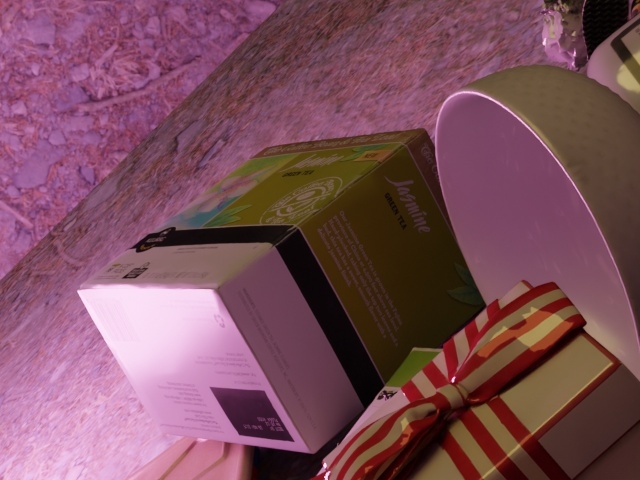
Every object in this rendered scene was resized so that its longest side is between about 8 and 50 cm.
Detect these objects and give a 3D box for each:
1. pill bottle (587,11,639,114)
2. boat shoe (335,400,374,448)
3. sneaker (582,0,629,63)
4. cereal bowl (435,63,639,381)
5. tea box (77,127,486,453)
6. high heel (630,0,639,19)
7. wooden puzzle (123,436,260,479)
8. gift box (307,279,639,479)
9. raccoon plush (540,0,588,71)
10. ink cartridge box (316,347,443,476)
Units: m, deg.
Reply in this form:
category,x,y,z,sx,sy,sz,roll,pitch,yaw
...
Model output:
category,x,y,z,sx,sy,sz,roll,pitch,yaw
pill bottle,0.392,-0.155,1.737,0.363,0.210,0.210,-38,18,13
boat shoe,0.087,0.177,1.828,0.223,0.080,0.073,-43,22,12
sneaker,0.346,-0.249,2.165,0.057,0.161,0.075,-3,21,9
cereal bowl,0.243,-0.006,1.564,0.141,0.339,0.339,-24,14,-14
tea box,-0.035,0.053,2.019,0.323,0.220,0.329,-38,19,-30
high heel,0.466,-0.304,2.100,0.186,0.093,0.261,-34,10,43
wooden puzzle,-0.187,0.342,2.044,0.322,0.080,0.348,-36,14,17
gift box,0.149,0.196,1.365,0.255,0.258,0.276,-43,19,-4
raccoon plush,0.485,-0.410,2.287,0.299,0.216,0.447,-7,63,43
ink cartridge box,0.090,0.226,1.668,0.255,0.097,0.189,-51,20,-20
